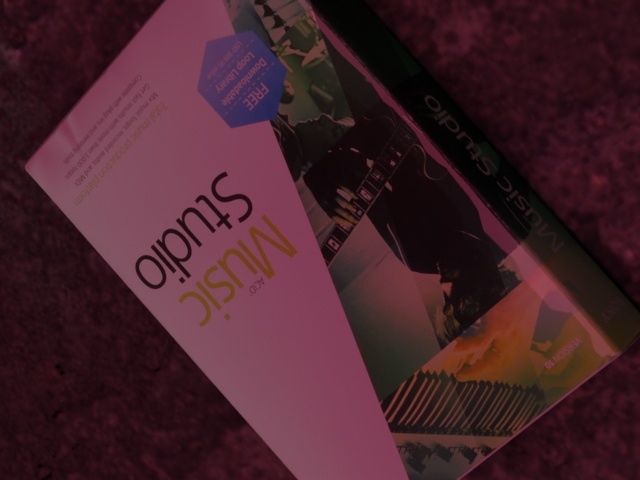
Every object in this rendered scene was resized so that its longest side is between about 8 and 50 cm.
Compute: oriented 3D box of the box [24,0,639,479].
[{"bbox_3d":[0.000,0.000,1.071,0.322,0.058,0.232,47,125,3],"label":"box"}]
